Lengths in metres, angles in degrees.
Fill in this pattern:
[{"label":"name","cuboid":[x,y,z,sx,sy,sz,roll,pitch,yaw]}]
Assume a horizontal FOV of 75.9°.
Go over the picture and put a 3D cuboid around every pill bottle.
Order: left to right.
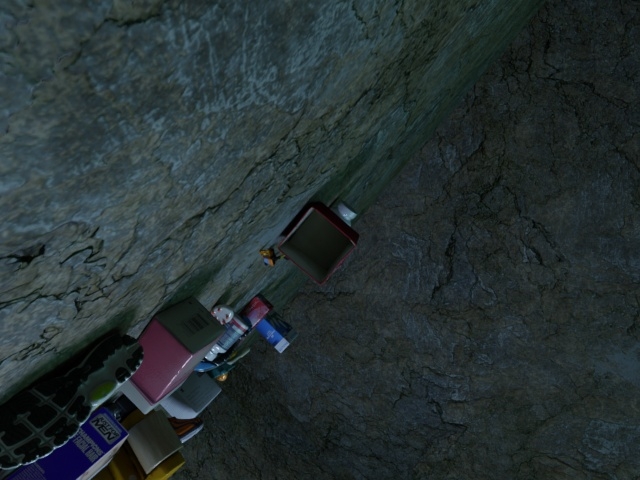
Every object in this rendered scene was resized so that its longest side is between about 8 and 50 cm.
[{"label":"pill bottle","cuboid":[-0.366,0.351,1.521,0.180,0.108,0.108,-46,173,-10]},{"label":"pill bottle","cuboid":[0.048,-0.058,1.691,0.216,0.121,0.121,-49,173,15]}]

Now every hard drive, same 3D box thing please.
[{"label":"hard drive","cuboid":[-0.582,0.514,1.331,0.172,0.054,0.255,-49,173,19]}]

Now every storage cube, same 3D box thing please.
[{"label":"storage cube","cuboid":[0.000,0.000,1.381,0.183,0.215,0.193,-50,180,13]}]

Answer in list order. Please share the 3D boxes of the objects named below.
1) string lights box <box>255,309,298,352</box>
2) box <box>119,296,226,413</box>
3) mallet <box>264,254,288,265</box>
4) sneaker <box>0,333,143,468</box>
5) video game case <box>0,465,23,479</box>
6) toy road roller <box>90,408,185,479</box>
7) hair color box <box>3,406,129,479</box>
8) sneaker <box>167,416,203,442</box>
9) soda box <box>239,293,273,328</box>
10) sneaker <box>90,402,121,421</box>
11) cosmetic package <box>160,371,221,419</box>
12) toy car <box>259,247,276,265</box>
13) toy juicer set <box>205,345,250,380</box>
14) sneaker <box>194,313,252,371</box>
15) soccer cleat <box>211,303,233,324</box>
[{"label":"string lights box","cuboid":[-0.243,0.416,2.018,0.076,0.260,0.133,-49,174,17]},{"label":"box","cuboid":[-0.364,0.274,0.993,0.232,0.127,0.148,-50,173,20]},{"label":"mallet","cuboid":[-0.145,0.055,1.528,0.062,0.039,0.190,-50,169,20]},{"label":"sneaker","cuboid":[-0.436,0.282,0.719,0.279,0.107,0.118,-37,177,-47]},{"label":"video game case","cuboid":[-0.678,0.517,0.900,0.143,0.019,0.157,-45,174,-16]},{"label":"toy road roller","cuboid":[-0.579,0.656,1.167,0.329,0.202,0.240,-45,164,16]},{"label":"hair color box","cuboid":[-0.626,0.558,0.926,0.185,0.110,0.339,-51,174,28]},{"label":"sneaker","cuboid":[-0.587,0.652,1.462,0.321,0.180,0.124,-21,173,4]},{"label":"soda box","cuboid":[-0.338,0.372,1.883,0.263,0.092,0.083,-48,172,6]},{"label":"sneaker","cuboid":[-0.605,0.510,1.148,0.085,0.058,0.152,-22,149,-55]},{"label":"cosmetic package","cuboid":[-0.534,0.612,1.651,0.151,0.184,0.151,-50,173,33]},{"label":"toy car","cuboid":[-0.173,0.039,1.313,0.041,0.060,0.122,-5,153,5]},{"label":"toy juicer set","cuboid":[-0.407,0.544,1.774,0.329,0.089,0.209,-28,176,34]},{"label":"sneaker","cuboid":[-0.413,0.441,1.683,0.139,0.125,0.341,-46,173,33]},{"label":"soccer cleat","cuboid":[-0.327,0.245,1.358,0.076,0.068,0.196,-48,-177,-42]}]
